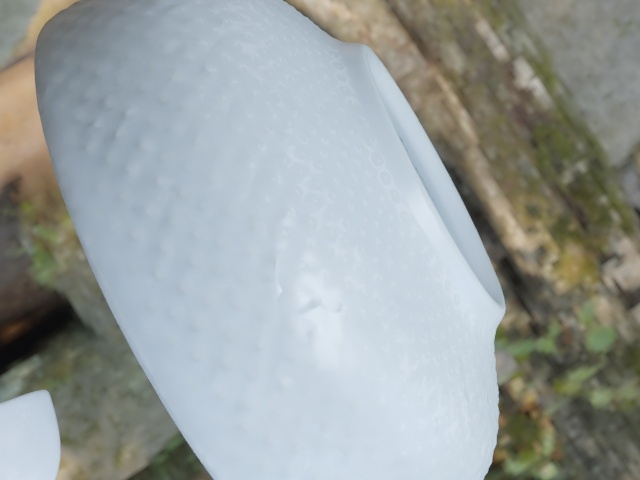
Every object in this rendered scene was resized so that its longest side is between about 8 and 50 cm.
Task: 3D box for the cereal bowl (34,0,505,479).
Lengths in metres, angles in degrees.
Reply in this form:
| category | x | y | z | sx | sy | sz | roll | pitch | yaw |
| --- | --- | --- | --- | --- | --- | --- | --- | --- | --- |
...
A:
| category | x | y | z | sx | sy | sz | roll | pitch | yaw |
| --- | --- | --- | --- | --- | --- | --- | --- | --- | --- |
| cereal bowl | 0.000 | 0.000 | 0.881 | 0.141 | 0.339 | 0.339 | -27 | 174 | 9 |

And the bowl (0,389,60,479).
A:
| category | x | y | z | sx | sy | sz | roll | pitch | yaw |
| --- | --- | --- | --- | --- | --- | --- | --- | --- | --- |
| bowl | -0.188 | 0.128 | 0.749 | 0.142 | 0.053 | 0.142 | -23 | 172 | -45 |
